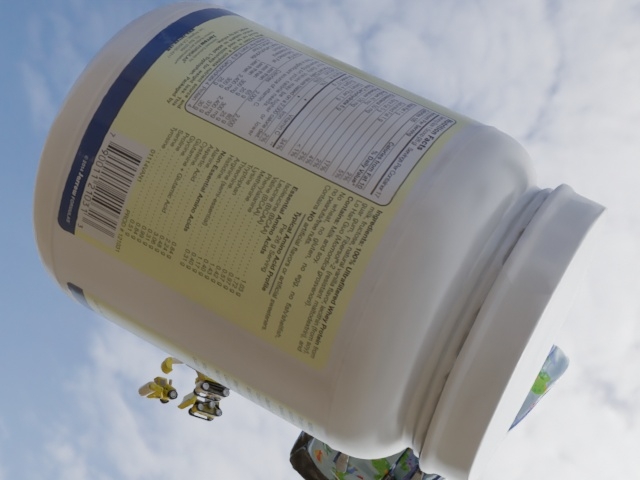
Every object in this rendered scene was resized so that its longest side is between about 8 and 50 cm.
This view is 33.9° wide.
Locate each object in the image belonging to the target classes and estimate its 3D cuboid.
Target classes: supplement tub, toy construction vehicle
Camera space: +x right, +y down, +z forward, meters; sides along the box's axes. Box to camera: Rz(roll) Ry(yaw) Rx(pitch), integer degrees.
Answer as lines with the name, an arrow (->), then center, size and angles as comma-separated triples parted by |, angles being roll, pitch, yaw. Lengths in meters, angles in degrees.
supplement tub -> 0.000, 0.000, 0.707 | 0.324, 0.235, 0.235 | 27, -47, 17
toy construction vehicle -> -0.140, 0.158, 1.139 | 0.086, 0.098, 0.035 | -37, -142, 50

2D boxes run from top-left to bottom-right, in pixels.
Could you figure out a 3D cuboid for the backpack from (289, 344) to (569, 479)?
backpack -> 0.140, 0.175, 1.295 | 0.273, 0.290, 0.356 | 40, -40, 28
